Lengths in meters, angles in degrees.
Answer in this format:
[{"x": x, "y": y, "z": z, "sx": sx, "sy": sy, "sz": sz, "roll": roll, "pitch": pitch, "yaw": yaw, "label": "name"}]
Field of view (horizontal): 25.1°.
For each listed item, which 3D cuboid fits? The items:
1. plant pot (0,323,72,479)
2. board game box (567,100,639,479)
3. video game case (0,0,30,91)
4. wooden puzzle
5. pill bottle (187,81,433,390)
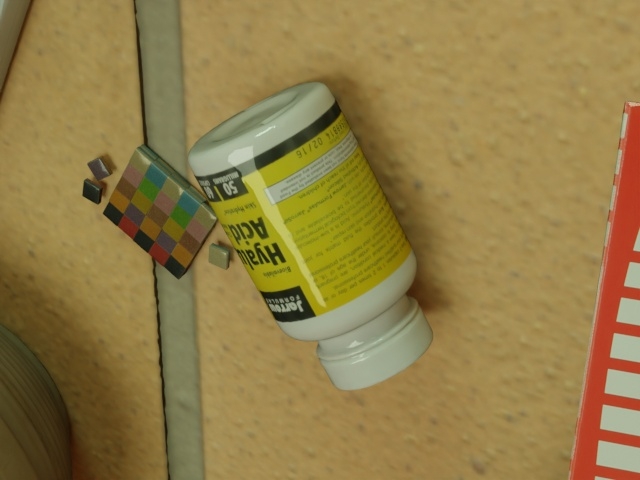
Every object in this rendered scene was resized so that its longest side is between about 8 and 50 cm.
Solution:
[{"x": -0.216, "y": 0.111, "z": 0.781, "sx": 0.237, "sy": 0.110, "sz": 0.237, "roll": 17, "pitch": 127, "yaw": 24, "label": "plant pot"}, {"x": 0.176, "y": 0.044, "z": 0.427, "sx": 0.193, "sy": 0.045, "sz": 0.147, "roll": 8, "pitch": 94, "yaw": 12, "label": "board game box"}, {"x": -0.275, "y": -0.139, "z": 0.712, "sx": 0.285, "sy": 0.025, "sz": 0.204, "roll": 38, "pitch": 134, "yaw": 7, "label": "video game case"}, {"x": -0.074, "y": -0.013, "z": 0.669, "sx": 0.083, "sy": 0.006, "sz": 0.049, "roll": 41, "pitch": 134, "yaw": 5, "label": "wooden puzzle"}, {"x": 0.000, "y": 0.000, "z": 0.585, "sx": 0.065, "sy": 0.065, "sz": 0.116, "roll": -16, "pitch": 109, "yaw": 41, "label": "pill bottle"}]
